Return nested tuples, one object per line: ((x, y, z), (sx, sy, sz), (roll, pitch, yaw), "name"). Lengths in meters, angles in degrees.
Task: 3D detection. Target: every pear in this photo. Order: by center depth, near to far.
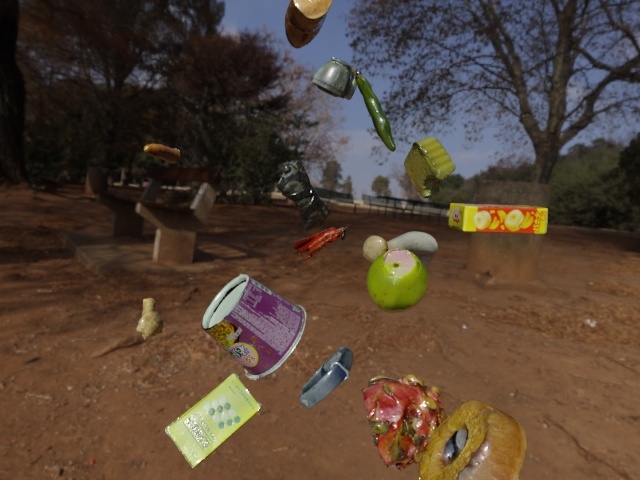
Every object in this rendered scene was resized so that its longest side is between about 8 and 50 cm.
((0.231, 0.134, 1.360), (0.187, 0.220, 0.187), (2, 47, -2), "pear")

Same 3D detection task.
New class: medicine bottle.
((-0.311, 0.527, 1.323), (0.137, 0.250, 0.141), (48, -23, 12), "medicine bottle")

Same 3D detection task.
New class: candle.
((0.000, 0.000, 1.685), (0.059, 0.084, 0.301), (-19, -6, -43), "candle")

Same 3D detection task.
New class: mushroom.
((0.295, 0.046, 1.652), (0.328, 0.159, 0.122), (-1, 9, -38), "mushroom")

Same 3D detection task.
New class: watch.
((0.025, 0.437, 1.439), (0.068, 0.206, 0.193), (44, 40, 2), "watch")

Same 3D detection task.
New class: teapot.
((0.059, -0.494, 1.373), (0.149, 0.108, 0.111), (20, 17, -22), "teapot")

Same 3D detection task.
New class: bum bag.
((-0.070, -0.179, 1.907), (0.095, 0.144, 0.340), (31, -22, 50), "bum bag")

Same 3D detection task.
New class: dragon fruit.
((0.304, 0.596, 1.569), (0.262, 0.296, 0.314), (-22, 23, 6), "dragon fruit")

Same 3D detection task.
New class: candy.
((0.579, -0.073, 1.480), (0.276, 0.088, 0.146), (1, 10, -2), "candy")

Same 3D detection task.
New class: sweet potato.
((-0.052, -0.691, 1.406), (0.131, 0.131, 0.336), (8, 3, -12), "sweet potato")

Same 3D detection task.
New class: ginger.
((-0.614, 0.284, 1.641), (0.096, 0.067, 0.165), (33, 32, -33), "ginger")

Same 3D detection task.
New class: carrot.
((-0.477, -0.267, 1.349), (0.048, 0.048, 0.139), (9, 2, 16), "carrot")

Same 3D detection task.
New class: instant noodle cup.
((-0.261, 0.303, 1.658), (0.266, 0.340, 0.340), (42, -11, -22), "instant noodle cup")

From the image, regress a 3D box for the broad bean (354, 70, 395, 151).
((0.159, -0.391, 1.329), (0.043, 0.298, 0.060), (-20, -15, 0), "broad bean")

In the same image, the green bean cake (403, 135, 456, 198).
((0.512, -0.340, 2.099), (0.124, 0.233, 0.236), (-23, -16, -15), "green bean cake")

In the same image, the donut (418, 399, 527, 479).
((0.403, 0.587, 1.202), (0.150, 0.317, 0.299), (36, -22, -4), "donut")
